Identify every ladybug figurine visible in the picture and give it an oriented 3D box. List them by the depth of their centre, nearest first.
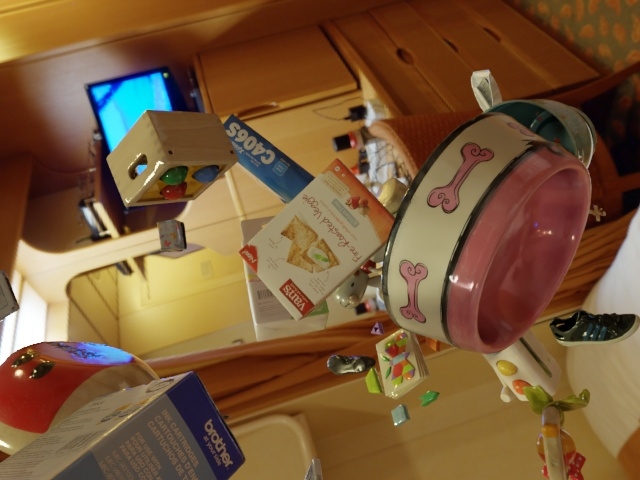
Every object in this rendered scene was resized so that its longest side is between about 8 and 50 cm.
[{"bbox_3d":[-0.467,0.291,1.009,0.305,0.450,0.161,2,-89,-58],"label":"ladybug figurine"}]

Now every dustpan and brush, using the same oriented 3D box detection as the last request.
[{"bbox_3d":[0.519,-0.413,1.624,0.211,0.060,0.147,54,-175,-15],"label":"dustpan and brush"}]

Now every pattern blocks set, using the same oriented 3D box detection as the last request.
[{"bbox_3d":[0.229,0.343,1.515,0.026,0.285,0.324,24,-154,-34],"label":"pattern blocks set"}]

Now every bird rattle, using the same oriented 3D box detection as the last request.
[{"bbox_3d":[0.522,0.457,1.190,0.207,0.143,0.253,-14,-76,-61],"label":"bird rattle"}]

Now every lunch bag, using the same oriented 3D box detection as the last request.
[{"bbox_3d":[-0.342,-0.010,1.238,0.083,0.053,0.070,56,-155,-83],"label":"lunch bag"}]

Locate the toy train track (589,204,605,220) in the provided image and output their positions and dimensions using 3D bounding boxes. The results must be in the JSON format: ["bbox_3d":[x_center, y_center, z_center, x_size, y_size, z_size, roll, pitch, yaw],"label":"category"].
[{"bbox_3d":[0.728,-0.079,1.418,0.014,0.084,0.048,119,156,-62],"label":"toy train track"}]

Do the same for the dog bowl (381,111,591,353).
[{"bbox_3d":[0.292,0.006,0.879,0.150,0.408,0.407,31,144,40],"label":"dog bowl"}]

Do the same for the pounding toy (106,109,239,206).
[{"bbox_3d":[-0.207,-0.107,0.819,0.181,0.206,0.094,-33,77,37],"label":"pounding toy"}]

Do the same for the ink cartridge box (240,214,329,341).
[{"bbox_3d":[-0.116,0.098,1.557,0.119,0.207,0.353,96,163,-56],"label":"ink cartridge box"}]

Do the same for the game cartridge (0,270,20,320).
[{"bbox_3d":[-0.551,0.098,0.900,0.083,0.056,0.017,56,170,22],"label":"game cartridge"}]

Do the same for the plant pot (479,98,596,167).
[{"bbox_3d":[0.534,-0.222,1.296,0.272,0.255,0.271,22,122,39],"label":"plant pot"}]

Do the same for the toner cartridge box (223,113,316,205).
[{"bbox_3d":[-0.056,-0.108,1.092,0.348,0.075,0.165,39,179,13],"label":"toner cartridge box"}]

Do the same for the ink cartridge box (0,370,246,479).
[{"bbox_3d":[-0.286,0.306,0.644,0.395,0.270,0.151,-36,-79,-51],"label":"ink cartridge box"}]

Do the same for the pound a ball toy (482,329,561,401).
[{"bbox_3d":[0.537,0.359,1.545,0.319,0.135,0.208,50,140,-10],"label":"pound a ball toy"}]

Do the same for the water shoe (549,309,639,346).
[{"bbox_3d":[0.665,0.209,1.295,0.080,0.203,0.072,48,-137,-17],"label":"water shoe"}]

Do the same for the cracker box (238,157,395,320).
[{"bbox_3d":[0.000,0.000,0.885,0.155,0.232,0.067,48,-171,9],"label":"cracker box"}]

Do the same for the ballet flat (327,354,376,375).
[{"bbox_3d":[0.083,0.352,1.495,0.173,0.049,0.057,-12,76,48],"label":"ballet flat"}]

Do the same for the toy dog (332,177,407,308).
[{"bbox_3d":[0.162,0.029,1.223,0.161,0.220,0.333,-123,45,-69],"label":"toy dog"}]

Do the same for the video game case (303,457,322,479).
[{"bbox_3d":[-0.026,0.686,1.324,0.183,0.023,0.201,-103,27,-57],"label":"video game case"}]
